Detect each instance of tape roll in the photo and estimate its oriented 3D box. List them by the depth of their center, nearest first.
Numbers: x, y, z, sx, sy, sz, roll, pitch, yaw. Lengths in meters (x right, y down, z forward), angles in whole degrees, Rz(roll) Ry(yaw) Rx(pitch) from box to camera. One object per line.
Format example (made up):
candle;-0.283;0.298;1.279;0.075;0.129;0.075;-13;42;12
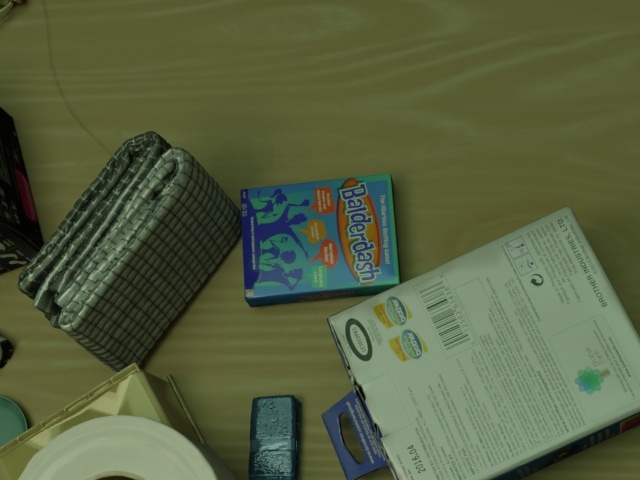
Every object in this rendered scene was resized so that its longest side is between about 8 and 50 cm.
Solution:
tape roll;-0.228;0.353;1.406;0.286;0.100;0.286;-4;71;12

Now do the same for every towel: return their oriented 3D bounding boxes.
towel;-0.060;0.264;1.563;0.067;0.029;0.119;-3;73;12
towel;-0.245;0.018;1.578;0.121;0.235;0.284;33;81;23

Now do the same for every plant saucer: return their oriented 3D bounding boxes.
plant saucer;-0.457;0.276;1.658;0.119;0.021;0.119;-4;72;13

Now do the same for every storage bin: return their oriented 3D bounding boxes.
storage bin;-0.264;0.340;1.538;0.260;0.123;0.262;-32;69;2

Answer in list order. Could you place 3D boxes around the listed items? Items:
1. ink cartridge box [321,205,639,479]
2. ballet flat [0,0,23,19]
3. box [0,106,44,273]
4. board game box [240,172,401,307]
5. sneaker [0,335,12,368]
ink cartridge box;0.187;0.168;1.470;0.395;0.151;0.270;-25;68;3
ballet flat;-0.554;-0.351;1.861;0.206;0.073;0.067;-27;83;7
box;-0.514;-0.083;1.710;0.142;0.163;0.247;-21;69;4
board game box;0.000;0.000;1.617;0.210;0.047;0.160;-6;71;6
sneaker;-0.527;0.190;1.684;0.190;0.071;0.083;-44;62;-12
